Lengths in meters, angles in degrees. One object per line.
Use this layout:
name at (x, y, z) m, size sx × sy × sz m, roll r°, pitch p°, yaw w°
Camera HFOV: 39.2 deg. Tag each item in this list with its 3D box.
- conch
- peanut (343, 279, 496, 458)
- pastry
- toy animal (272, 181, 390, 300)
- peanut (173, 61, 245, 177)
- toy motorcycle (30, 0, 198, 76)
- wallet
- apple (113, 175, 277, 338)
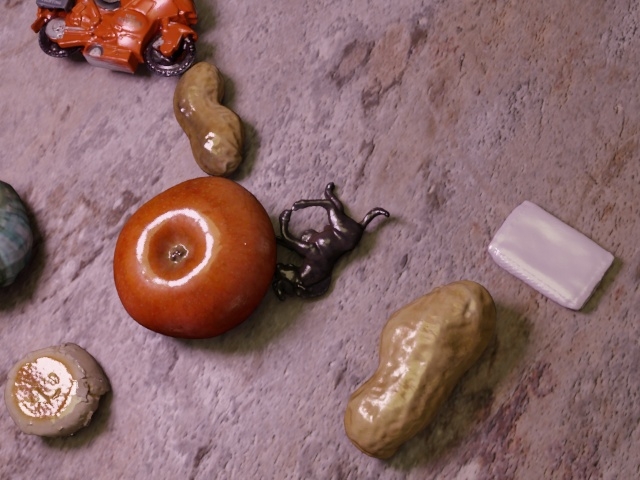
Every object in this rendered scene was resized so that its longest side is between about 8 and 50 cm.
conch at (-0.600, 0.018, 1.528) m, size 0.220 × 0.195 × 0.277 m, roll 24°, pitch 99°, yaw 34°
peanut at (0.148, 0.190, 1.399) m, size 0.147 × 0.147 × 0.319 m, roll 37°, pitch 84°, yaw 16°
pastry at (-0.433, 0.246, 1.470) m, size 0.165 × 0.088 × 0.166 m, roll -1°, pitch 74°, yaw 3°
toy animal at (0.000, 0.000, 1.515) m, size 0.232 × 0.084 × 0.148 m, roll -38°, pitch 84°, yaw -8°
peanut at (-0.199, -0.216, 1.591) m, size 0.103 × 0.098 × 0.229 m, roll -7°, pitch 66°, yaw -40°
toy motorcycle at (-0.361, -0.415, 1.646) m, size 0.325 × 0.148 × 0.221 m, roll 12°, pitch 71°, yaw 12°
wallet at (0.376, 0.025, 1.477) m, size 0.183 × 0.032 × 0.124 m, roll 34°, pitch 79°, yaw 17°
apple at (-0.202, 0.029, 1.444) m, size 0.271 × 0.206 × 0.252 m, roll -23°, pitch 67°, yaw 6°
